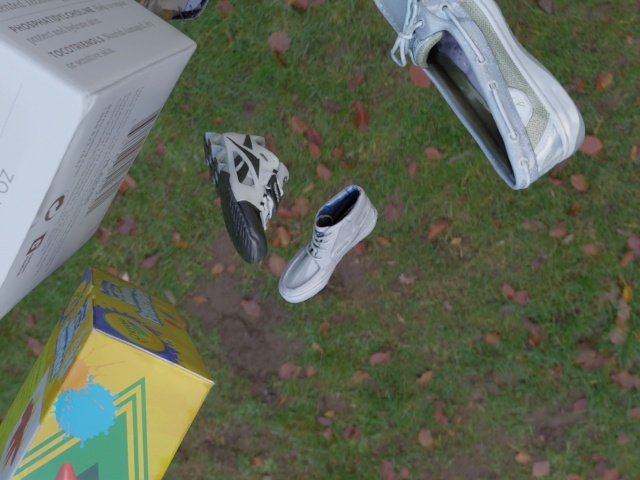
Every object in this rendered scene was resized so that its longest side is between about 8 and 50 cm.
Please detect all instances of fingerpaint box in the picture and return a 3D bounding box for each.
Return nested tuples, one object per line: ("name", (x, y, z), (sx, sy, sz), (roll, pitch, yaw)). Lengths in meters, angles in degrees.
("fingerpaint box", (-0.328, 0.259, 1.039), (0.163, 0.445, 0.371), (29, 87, -19))

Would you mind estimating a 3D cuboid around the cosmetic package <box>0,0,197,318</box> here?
("cosmetic package", (-0.419, -0.170, 0.850), (0.394, 0.327, 0.329), (32, 115, -5))

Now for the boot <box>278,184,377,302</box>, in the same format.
("boot", (0.000, 0.000, 1.484), (0.258, 0.095, 0.123), (-48, 150, -8))

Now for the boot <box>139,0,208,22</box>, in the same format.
("boot", (-0.280, -0.442, 1.455), (0.106, 0.082, 0.219), (21, 88, 0))

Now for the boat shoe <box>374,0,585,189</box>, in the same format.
("boat shoe", (0.160, -0.202, 0.874), (0.103, 0.118, 0.320), (-36, 82, -17))

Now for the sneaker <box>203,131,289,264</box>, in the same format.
("sneaker", (-0.120, -0.099, 1.437), (0.146, 0.330, 0.122), (-8, 140, -15))
